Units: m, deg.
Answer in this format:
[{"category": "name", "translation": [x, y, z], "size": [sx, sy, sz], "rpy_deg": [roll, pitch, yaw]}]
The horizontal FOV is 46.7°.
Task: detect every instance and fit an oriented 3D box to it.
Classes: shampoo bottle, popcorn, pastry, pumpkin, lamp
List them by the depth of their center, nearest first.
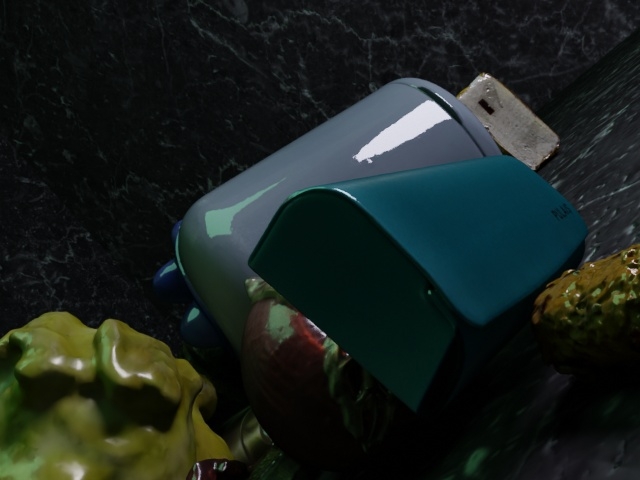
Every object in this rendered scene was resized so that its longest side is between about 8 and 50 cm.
[{"category": "pastry", "translation": [0.155, 0.027, 0.353], "size": [0.080, 0.056, 0.140], "rpy_deg": [-27, -11, -36]}, {"category": "lamp", "translation": [0.010, 0.111, 0.522], "size": [0.215, 0.151, 0.223], "rpy_deg": [-34, -48, -42]}, {"category": "popcorn", "translation": [-0.187, 0.202, 0.606], "size": [0.235, 0.242, 0.250], "rpy_deg": [-11, 58, 37]}, {"category": "shampoo bottle", "translation": [-0.108, 0.241, 0.770], "size": [0.350, 0.084, 0.126], "rpy_deg": [-40, -1, 44]}, {"category": "pumpkin", "translation": [-0.088, 0.153, 0.957], "size": [0.224, 0.157, 0.223], "rpy_deg": [-34, -35, -28]}]

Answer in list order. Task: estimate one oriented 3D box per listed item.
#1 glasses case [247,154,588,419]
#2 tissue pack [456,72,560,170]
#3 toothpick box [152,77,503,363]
[{"category": "glasses case", "translation": [0.091, 0.001, 0.454], "size": [0.070, 0.117, 0.301], "rpy_deg": [-57, -18, 22]}, {"category": "tissue pack", "translation": [0.317, -0.201, 1.311], "size": [0.092, 0.183, 0.226], "rpy_deg": [-46, -1, 4]}, {"category": "toothpick box", "translation": [0.000, 0.000, 0.794], "size": [0.355, 0.263, 0.263], "rpy_deg": [-33, -2, -16]}]
